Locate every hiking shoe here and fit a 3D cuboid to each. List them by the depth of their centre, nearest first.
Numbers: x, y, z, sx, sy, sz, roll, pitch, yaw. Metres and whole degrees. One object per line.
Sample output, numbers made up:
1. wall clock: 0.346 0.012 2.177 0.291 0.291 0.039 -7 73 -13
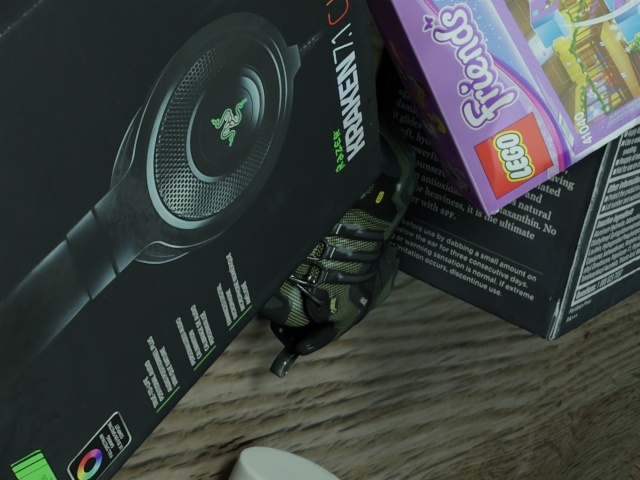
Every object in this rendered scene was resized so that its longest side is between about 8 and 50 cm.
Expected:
1. hiking shoe: 0.000 0.000 0.856 0.114 0.086 0.227 -51 153 -31

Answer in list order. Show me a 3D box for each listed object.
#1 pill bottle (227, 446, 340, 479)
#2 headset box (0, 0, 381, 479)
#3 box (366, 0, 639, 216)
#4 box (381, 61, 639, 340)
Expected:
1. pill bottle: -0.055 0.260 0.962 0.117 0.117 0.208 2 112 -62
2. headset box: -0.114 -0.041 0.555 0.283 0.131 0.246 -48 150 -27
3. box: 0.111 -0.183 0.709 0.201 0.057 0.293 -31 121 -6
4. box: 0.195 -0.124 0.984 0.296 0.183 0.294 -18 128 -54
